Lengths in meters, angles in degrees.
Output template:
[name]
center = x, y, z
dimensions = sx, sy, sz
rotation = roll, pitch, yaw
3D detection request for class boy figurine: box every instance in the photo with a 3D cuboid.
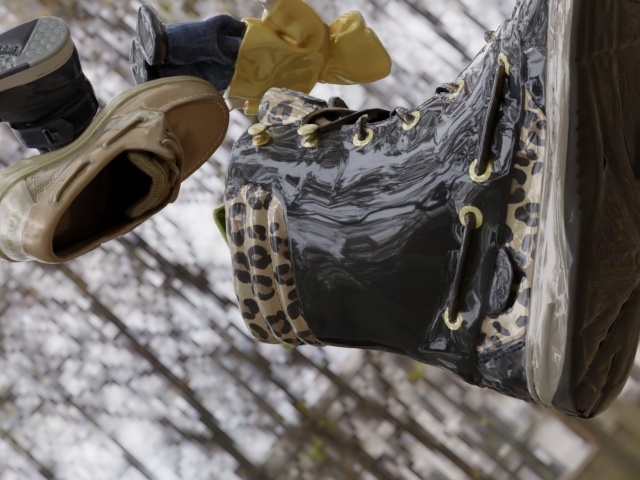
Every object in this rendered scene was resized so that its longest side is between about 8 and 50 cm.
[boy figurine]
center = -0.057, -0.211, 1.969
dimensions = 0.285, 0.092, 0.177
rotation = -6, -42, -18

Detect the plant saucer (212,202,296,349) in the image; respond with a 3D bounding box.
[plant saucer]
center = 0.000, 0.000, 2.053
dimensions = 0.188, 0.188, 0.045
rotation = -32, -13, 14

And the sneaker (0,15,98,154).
[sneaker]
center = -0.342, -0.131, 1.869
dimensions = 0.226, 0.086, 0.163
rotation = -16, -34, 4

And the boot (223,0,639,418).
[boot]
center = 0.081, -0.082, 1.220
dimensions = 0.138, 0.284, 0.377
rotation = -6, -82, -54

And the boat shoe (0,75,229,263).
[boat shoe]
center = -0.189, -0.062, 1.797
dimensions = 0.341, 0.110, 0.121
rotation = -38, -49, -42
